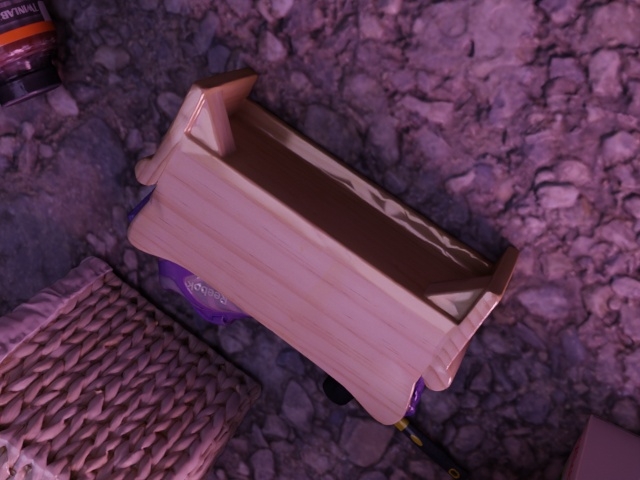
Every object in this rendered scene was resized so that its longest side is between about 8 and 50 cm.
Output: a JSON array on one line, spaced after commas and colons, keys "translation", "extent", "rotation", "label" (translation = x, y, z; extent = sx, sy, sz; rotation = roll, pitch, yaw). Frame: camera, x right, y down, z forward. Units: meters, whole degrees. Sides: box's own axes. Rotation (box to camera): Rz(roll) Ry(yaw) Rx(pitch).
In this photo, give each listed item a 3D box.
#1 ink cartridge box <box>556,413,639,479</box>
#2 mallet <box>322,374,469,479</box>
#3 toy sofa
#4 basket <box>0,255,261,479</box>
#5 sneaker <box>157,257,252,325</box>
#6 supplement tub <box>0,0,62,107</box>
[{"translation": [0.293, 0.358, 0.981], "extent": [0.197, 0.198, 0.270], "rotation": [25, 114, 12], "label": "ink cartridge box"}, {"translation": [0.081, 0.205, 1.100], "extent": [0.062, 0.039, 0.190], "rotation": [-39, 95, 26], "label": "mallet"}, {"translation": [0.000, 0.000, 0.991], "extent": [0.362, 0.150, 0.177], "rotation": [34, 113, 6], "label": "toy sofa"}, {"translation": [-0.283, 0.256, 1.091], "extent": [0.266, 0.331, 0.328], "rotation": [34, 117, 4], "label": "basket"}, {"translation": [-0.083, 0.052, 1.081], "extent": [0.236, 0.095, 0.105], "rotation": [27, 122, 15], "label": "sneaker"}, {"translation": [-0.347, -0.245, 1.063], "extent": [0.106, 0.106, 0.198], "rotation": [-18, 102, 25], "label": "supplement tub"}]
